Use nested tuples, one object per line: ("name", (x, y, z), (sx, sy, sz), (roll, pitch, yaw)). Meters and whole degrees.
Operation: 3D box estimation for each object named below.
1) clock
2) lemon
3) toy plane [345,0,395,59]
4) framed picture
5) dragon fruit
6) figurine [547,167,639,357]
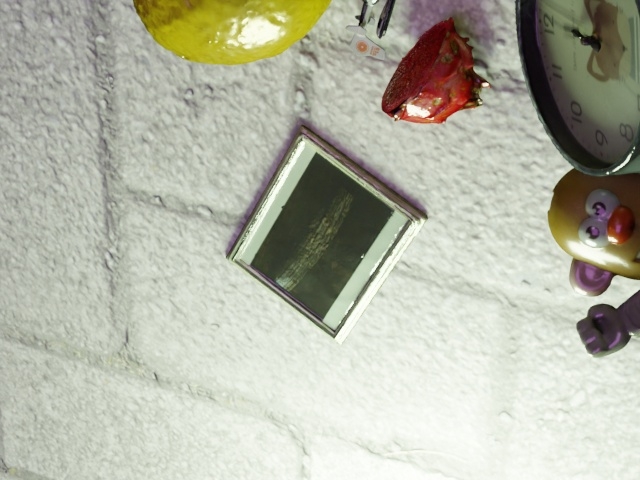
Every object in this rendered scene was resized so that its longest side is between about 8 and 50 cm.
("clock", (0.321, -0.231, 1.582), (0.325, 0.067, 0.325), (168, 90, -74))
("lemon", (-0.106, -0.358, 1.749), (0.321, 0.268, 0.268), (-21, 105, 43))
("toy plane", (0.067, -0.332, 1.807), (0.078, 0.053, 0.197), (18, 120, 8))
("framed picture", (0.000, 0.000, 2.051), (0.231, 0.018, 0.293), (36, 128, 6))
("dragon fruit", (0.160, -0.195, 1.788), (0.111, 0.153, 0.153), (32, 129, -13))
("figurine", (0.423, -0.014, 1.711), (0.284, 0.343, 0.167), (19, 168, 17))
